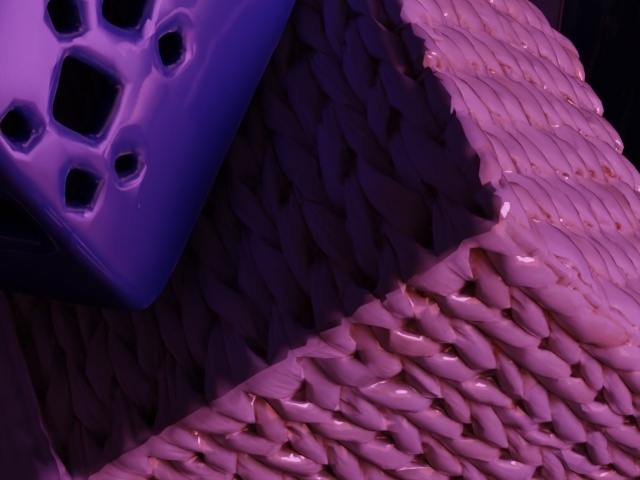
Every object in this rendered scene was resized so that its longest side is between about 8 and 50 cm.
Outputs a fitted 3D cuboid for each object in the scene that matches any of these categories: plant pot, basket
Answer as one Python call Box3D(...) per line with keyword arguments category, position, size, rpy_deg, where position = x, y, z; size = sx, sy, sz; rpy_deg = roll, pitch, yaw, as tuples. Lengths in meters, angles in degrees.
Box3D(category="plant pot", position=(-0.161, -0.130, 0.811), size=(0.212, 0.236, 0.236), rpy_deg=(49, 58, -54))
Box3D(category="basket", position=(0.000, 0.000, 0.987), size=(0.331, 0.266, 0.328), rpy_deg=(36, 26, -48))
